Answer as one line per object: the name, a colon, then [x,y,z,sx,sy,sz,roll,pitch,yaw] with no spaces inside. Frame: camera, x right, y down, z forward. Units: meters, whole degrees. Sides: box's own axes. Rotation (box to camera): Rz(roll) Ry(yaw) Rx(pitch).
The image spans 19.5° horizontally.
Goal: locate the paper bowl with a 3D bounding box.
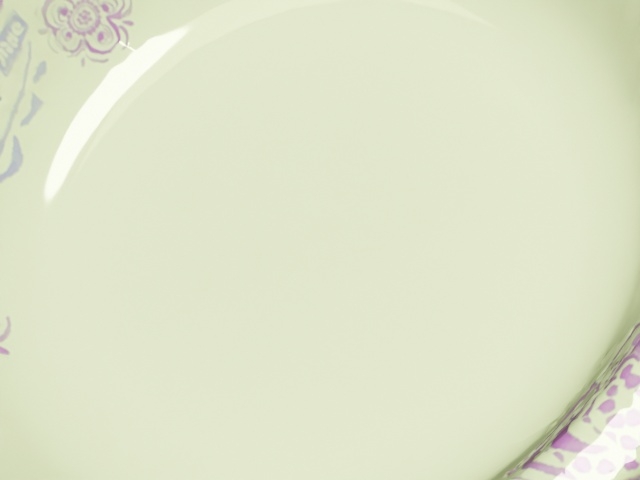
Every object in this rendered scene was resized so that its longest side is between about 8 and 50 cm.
paper bowl: [0.000,0.000,0.534,0.284,0.148,0.284,-8,62,16]
